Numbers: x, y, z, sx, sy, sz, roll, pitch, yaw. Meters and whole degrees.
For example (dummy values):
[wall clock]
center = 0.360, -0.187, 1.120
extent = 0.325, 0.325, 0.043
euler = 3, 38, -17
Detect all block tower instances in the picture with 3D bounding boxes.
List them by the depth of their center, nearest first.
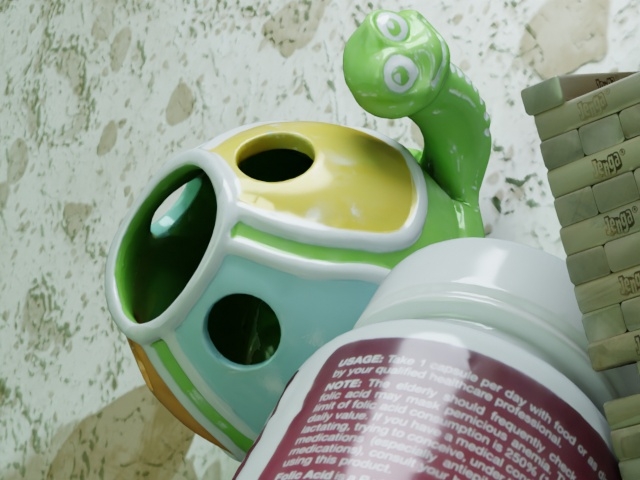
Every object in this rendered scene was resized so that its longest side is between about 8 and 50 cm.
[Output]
[block tower]
center = 0.212, 0.059, 1.036
extent = 0.097, 0.091, 0.335
euler = -22, 79, 42

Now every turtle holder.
[turtle holder]
center = -0.002, 0.018, 1.299
extent = 0.320, 0.227, 0.243
euler = -35, 47, 36

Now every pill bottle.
[pill bottle]
center = 0.048, 0.188, 1.045
extent = 0.224, 0.224, 0.392
euler = -26, 22, 41
